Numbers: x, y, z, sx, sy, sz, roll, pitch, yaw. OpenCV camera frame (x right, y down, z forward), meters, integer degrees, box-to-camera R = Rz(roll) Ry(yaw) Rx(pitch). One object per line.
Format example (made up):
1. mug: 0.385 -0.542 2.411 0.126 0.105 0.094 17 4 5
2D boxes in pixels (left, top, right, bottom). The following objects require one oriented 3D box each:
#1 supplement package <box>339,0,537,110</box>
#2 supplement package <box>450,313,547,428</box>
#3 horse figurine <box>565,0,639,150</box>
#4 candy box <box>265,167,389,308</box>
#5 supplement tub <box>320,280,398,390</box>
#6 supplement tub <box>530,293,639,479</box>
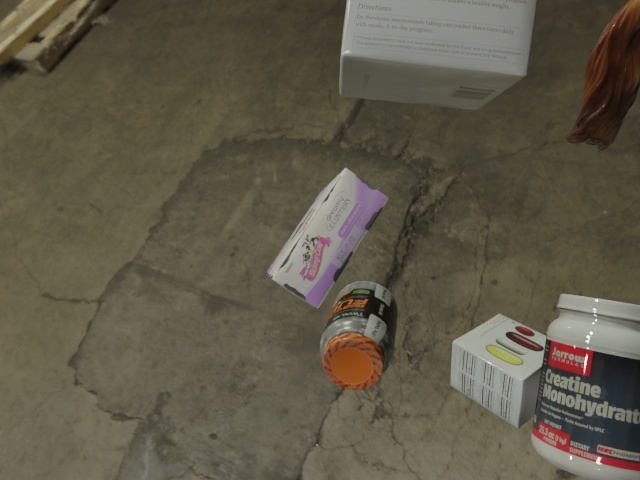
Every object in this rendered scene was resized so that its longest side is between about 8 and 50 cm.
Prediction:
1. supplement package: 0.095 -0.245 0.419 0.134 0.139 0.243 7 94 1
2. supplement package: 0.472 0.318 1.312 0.194 0.149 0.203 -22 30 -32
3. horse figurine: 0.250 -0.100 0.243 0.264 0.174 0.066 -2 20 35
4. candy box: 0.000 0.000 0.716 0.070 0.196 0.164 34 84 -6
5. supplement tub: 0.109 0.254 1.422 0.194 0.193 0.316 -13 16 15
6. supplement tub: 0.462 0.236 0.852 0.191 0.191 0.272 8 87 27
